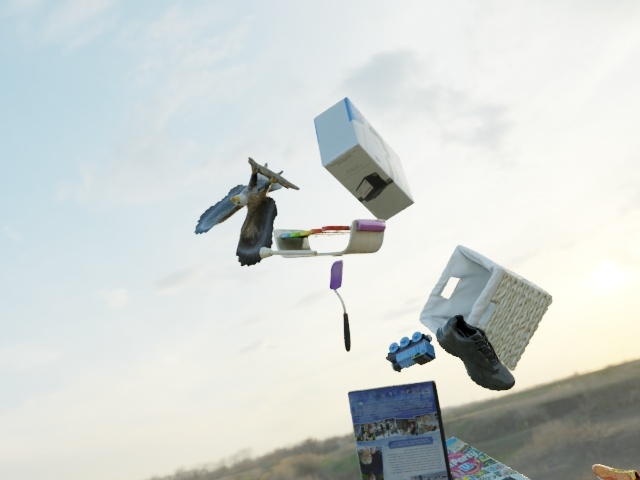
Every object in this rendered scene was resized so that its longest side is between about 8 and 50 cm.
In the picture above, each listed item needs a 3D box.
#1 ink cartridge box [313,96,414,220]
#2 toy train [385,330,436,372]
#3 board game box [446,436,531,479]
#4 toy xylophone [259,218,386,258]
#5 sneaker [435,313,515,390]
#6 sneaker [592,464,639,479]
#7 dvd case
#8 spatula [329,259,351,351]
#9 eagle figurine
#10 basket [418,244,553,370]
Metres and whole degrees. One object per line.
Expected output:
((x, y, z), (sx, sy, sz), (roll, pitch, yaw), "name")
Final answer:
((0.129, -0.231, 1.939), (0.129, 0.223, 0.307), (-31, -47, 21), "ink cartridge box")
((0.308, 0.386, 2.269), (0.184, 0.105, 0.080), (-31, -50, 28), "toy train")
((0.412, 0.699, 1.889), (0.224, 0.098, 0.303), (-12, 16, -33), "board game box")
((0.000, 0.000, 1.637), (0.322, 0.081, 0.236), (-5, -4, 39), "toy xylophone")
((0.485, 0.346, 2.037), (0.109, 0.286, 0.130), (-35, -22, -38), "sneaker")
((0.825, 0.642, 1.789), (0.064, 0.068, 0.175), (-6, 14, -44), "sneaker")
((0.162, 0.416, 1.322), (0.180, 0.253, 0.022), (-10, -4, 9), "dvd case")
((0.069, 0.211, 2.123), (0.030, 0.297, 0.084), (-11, -3, 31), "spatula")
((-0.233, -0.102, 2.072), (0.225, 0.226, 0.298), (18, -71, -36), "eagle figurine")
((0.572, 0.234, 2.328), (0.266, 0.328, 0.331), (25, 7, -19), "basket")
